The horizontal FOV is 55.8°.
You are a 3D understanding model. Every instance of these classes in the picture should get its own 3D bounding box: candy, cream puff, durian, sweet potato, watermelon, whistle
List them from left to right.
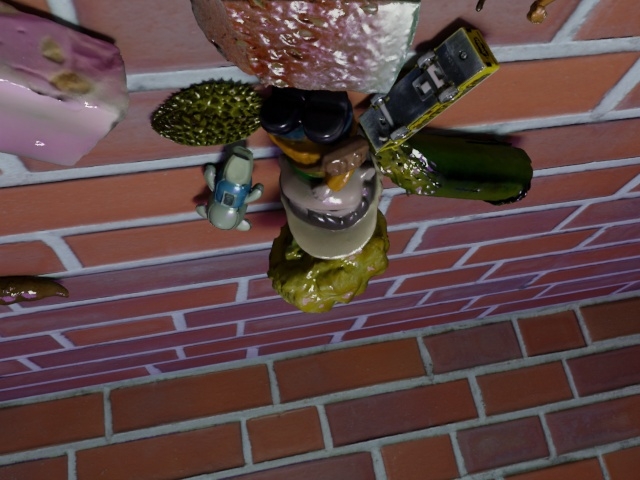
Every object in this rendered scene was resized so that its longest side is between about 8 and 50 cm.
[{"bbox_3d":[-0.370,-0.181,0.680,0.265,0.115,0.155,10,149,-44],"label":"candy"},{"bbox_3d":[-0.697,0.111,1.324,0.274,0.067,0.067,2,155,-32],"label":"sweet potato"},{"bbox_3d":[-0.147,-0.186,0.888,0.215,0.086,0.100,-7,-168,-4],"label":"durian"},{"bbox_3d":[-0.160,-0.093,1.091,0.114,0.077,0.235,21,146,-6],"label":"whistle"},{"bbox_3d":[-0.032,-0.252,0.721,0.257,0.139,0.193,1,148,-14],"label":"watermelon"},{"bbox_3d":[-0.001,0.001,1.192,0.282,0.281,0.185,-19,132,16],"label":"cream puff"}]

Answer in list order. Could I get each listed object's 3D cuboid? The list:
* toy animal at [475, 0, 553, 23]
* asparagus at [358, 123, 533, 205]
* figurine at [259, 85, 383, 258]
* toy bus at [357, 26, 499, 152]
[{"bbox_3d":[0.307,-0.338,0.718,0.255,0.114,0.116,-12,-158,12],"label":"toy animal"},{"bbox_3d":[0.229,-0.137,1.127,0.382,0.128,0.108,2,-163,-29],"label":"asparagus"},{"bbox_3d":[0.011,-0.133,0.947,0.185,0.204,0.332,15,146,14],"label":"figurine"},{"bbox_3d":[0.154,-0.224,0.912,0.074,0.081,0.226,-23,170,-45],"label":"toy bus"}]
